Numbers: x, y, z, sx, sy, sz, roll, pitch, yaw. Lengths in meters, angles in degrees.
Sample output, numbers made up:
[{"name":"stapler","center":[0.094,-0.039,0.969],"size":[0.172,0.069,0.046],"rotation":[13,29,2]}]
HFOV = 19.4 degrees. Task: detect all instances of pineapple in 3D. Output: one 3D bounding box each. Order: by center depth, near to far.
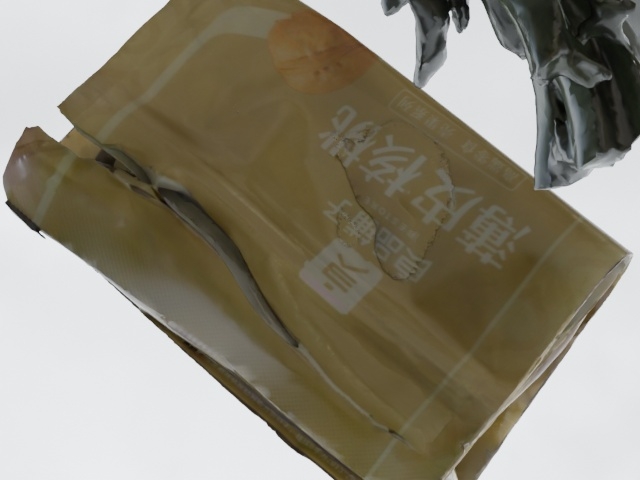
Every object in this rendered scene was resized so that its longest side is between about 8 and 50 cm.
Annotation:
[{"name":"pineapple","center":[0.011,-0.153,0.665],"size":[0.141,0.310,0.170],"rotation":[-42,-178,0]}]

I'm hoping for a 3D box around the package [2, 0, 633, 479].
[{"name":"package","center":[-0.017,0.009,1.078],"size":[0.311,0.221,0.165],"rotation":[40,-155,15]}]
